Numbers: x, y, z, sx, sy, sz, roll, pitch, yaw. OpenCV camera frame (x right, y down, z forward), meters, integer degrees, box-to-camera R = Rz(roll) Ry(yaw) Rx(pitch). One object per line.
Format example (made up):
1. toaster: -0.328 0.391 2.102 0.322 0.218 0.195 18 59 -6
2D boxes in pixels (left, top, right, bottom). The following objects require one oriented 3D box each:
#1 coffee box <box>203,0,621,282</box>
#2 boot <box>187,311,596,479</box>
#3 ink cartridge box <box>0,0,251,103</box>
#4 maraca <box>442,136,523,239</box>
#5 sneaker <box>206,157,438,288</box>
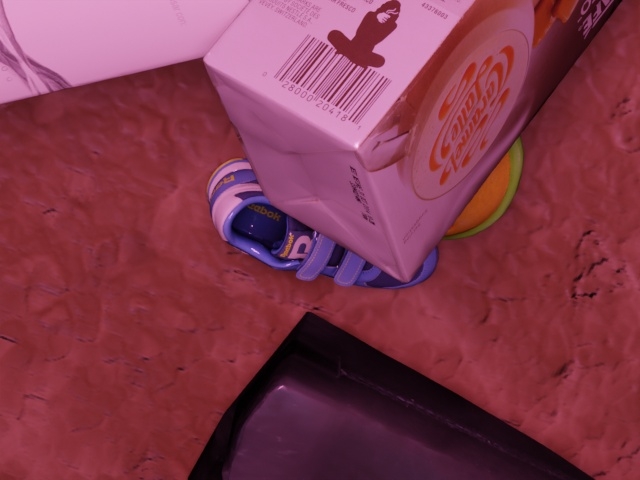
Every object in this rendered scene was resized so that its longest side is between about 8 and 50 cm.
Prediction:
1. coffee box: 0.067 -0.123 0.935 0.098 0.141 0.246 31 72 24
2. boot: 0.085 0.296 1.181 0.445 0.146 0.367 27 104 -13
3. ink cartridge box: -0.176 -0.175 0.940 0.283 0.207 0.117 -11 145 7
4. maraca: 0.028 -0.070 1.054 0.185 0.099 0.127 30 127 11
5. sneaker: 0.000 0.000 1.103 0.144 0.059 0.053 17 111 -7
